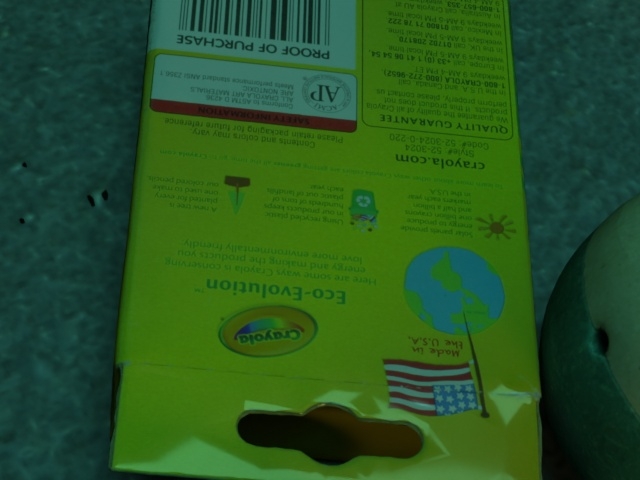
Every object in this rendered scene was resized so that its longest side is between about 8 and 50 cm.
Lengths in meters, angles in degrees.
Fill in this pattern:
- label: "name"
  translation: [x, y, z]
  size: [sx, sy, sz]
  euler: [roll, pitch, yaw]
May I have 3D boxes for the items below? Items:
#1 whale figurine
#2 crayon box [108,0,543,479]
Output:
- label: "whale figurine"
  translation: [0.224, 0.075, 0.775]
  size: [0.272, 0.141, 0.216]
  euler: [9, 49, -35]
- label: "crayon box"
  translation: [0.000, 0.000, 0.798]
  size: [0.202, 0.081, 0.318]
  euler: [6, 53, -6]
